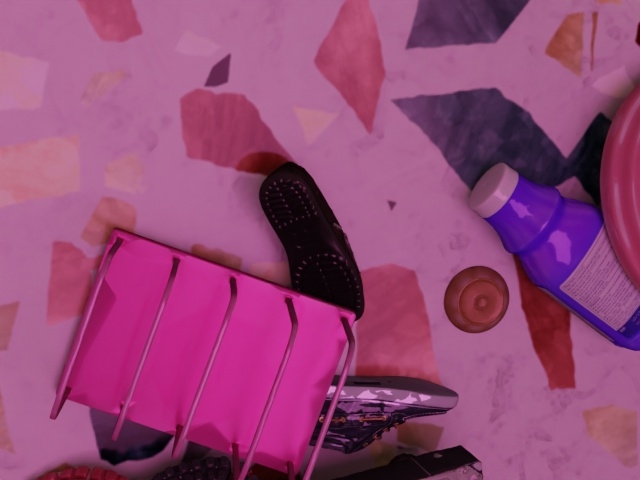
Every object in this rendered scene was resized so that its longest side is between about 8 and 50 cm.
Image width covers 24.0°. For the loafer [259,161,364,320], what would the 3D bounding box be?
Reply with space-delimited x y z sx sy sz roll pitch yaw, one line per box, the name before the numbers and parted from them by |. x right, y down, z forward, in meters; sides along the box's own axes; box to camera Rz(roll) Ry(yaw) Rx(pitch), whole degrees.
loafer | 0.000 0.000 1.717 0.080 0.078 0.220 -10 122 17

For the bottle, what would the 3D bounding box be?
bottle | 0.301 0.015 1.787 0.283 0.092 0.118 35 86 -17

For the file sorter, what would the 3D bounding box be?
file sorter | -0.125 0.138 1.628 0.290 0.182 0.202 20 96 -6

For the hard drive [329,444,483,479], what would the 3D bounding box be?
hard drive | 0.030 0.384 1.694 0.339 0.064 0.237 -11 108 -18

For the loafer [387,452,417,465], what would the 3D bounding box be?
loafer | 0.187 0.358 1.837 0.302 0.095 0.109 43 118 -13

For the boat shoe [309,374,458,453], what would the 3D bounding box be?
boat shoe | 0.069 0.207 1.784 0.183 0.065 0.083 5 101 -9

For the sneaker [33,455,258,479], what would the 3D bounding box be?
sneaker | -0.214 0.330 1.710 0.299 0.121 0.112 -3 138 -4

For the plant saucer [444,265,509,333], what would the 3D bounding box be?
plant saucer | 0.190 0.073 1.811 0.083 0.015 0.083 -3 101 -13

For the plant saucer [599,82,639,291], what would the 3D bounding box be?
plant saucer | 0.488 -0.059 1.778 0.332 0.084 0.332 3 84 -25
